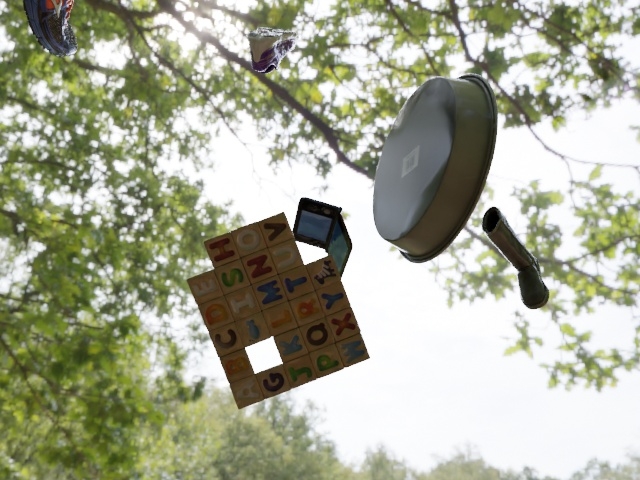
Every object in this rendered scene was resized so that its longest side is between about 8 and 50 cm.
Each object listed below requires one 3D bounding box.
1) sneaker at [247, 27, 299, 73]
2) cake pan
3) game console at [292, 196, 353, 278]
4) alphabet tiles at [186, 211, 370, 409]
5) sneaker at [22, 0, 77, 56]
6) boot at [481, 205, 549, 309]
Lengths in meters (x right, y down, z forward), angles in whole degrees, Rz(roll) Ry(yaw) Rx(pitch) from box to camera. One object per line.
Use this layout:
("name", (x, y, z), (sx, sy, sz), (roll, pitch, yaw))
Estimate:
("sneaker", (-0.087, -0.322, 1.135), (0.068, 0.170, 0.071), (13, -65, 12))
("cake pan", (0.156, -0.113, 0.994), (0.054, 0.293, 0.293), (15, -30, -18))
("game console", (0.000, 0.000, 1.303), (0.124, 0.085, 0.144), (16, -36, 0))
("alphabet tiles", (-0.062, 0.090, 0.918), (0.198, 0.237, 0.009), (-21, 6, -2))
("sneaker", (-0.356, -0.340, 0.895), (0.087, 0.083, 0.221), (-10, -33, -11))
("boot", (0.463, 0.041, 1.593), (0.076, 0.189, 0.208), (-26, -56, 20))
